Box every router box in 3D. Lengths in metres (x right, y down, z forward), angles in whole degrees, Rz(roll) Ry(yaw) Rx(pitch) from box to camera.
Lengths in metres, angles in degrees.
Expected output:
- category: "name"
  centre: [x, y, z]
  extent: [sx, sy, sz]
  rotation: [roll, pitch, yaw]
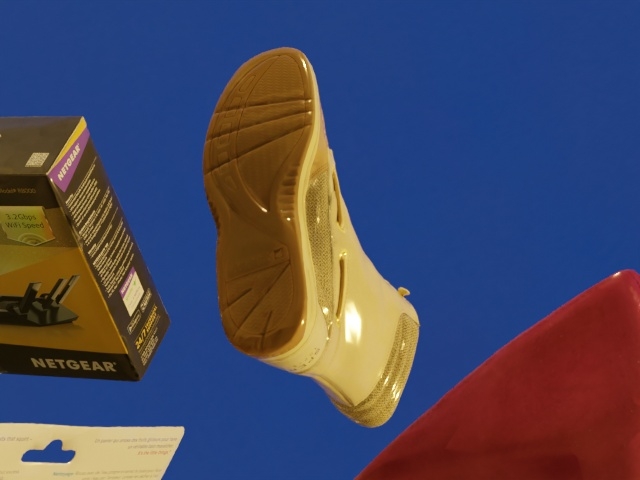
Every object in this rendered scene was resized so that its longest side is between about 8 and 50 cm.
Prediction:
- category: "router box"
  centre: [-0.315, 0.008, 1.544]
  extent: [0.309, 0.081, 0.243]
  rotation: [1, -48, 24]

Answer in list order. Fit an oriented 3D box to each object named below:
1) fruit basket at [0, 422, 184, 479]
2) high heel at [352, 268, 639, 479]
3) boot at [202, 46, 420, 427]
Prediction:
- category: "fruit basket"
  centre: [-0.287, 0.287, 1.379]
  extent: [0.165, 0.327, 0.353]
  rotation: [29, -80, 29]
- category: "high heel"
  centre: [0.022, 0.111, 0.889]
  extent: [0.377, 0.127, 0.181]
  rotation: [-5, -83, 32]
- category: "boot"
  centre: [0.000, 0.000, 1.362]
  extent: [0.095, 0.203, 0.262]
  rotation: [-17, -121, 22]
